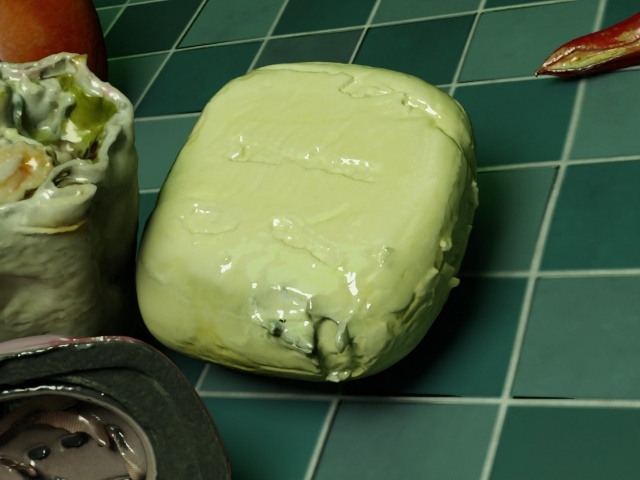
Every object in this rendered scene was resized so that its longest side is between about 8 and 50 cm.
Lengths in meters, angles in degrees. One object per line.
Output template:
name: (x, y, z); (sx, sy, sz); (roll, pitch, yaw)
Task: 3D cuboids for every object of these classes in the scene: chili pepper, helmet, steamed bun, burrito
chili pepper: (0.316, -0.188, 1.009); (0.268, 0.059, 0.050); (-19, 0, 12)
helmet: (-0.194, 0.157, 0.782); (0.253, 0.198, 0.154); (-28, 11, -5)
steamed bun: (0.000, 0.000, 0.870); (0.232, 0.166, 0.273); (7, 53, 19)
burrito: (-0.202, 0.027, 0.854); (0.135, 0.332, 0.190); (19, 58, 10)

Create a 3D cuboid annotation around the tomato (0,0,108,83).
tomato: (-0.395, -0.206, 1.199); (0.341, 0.341, 0.273); (-22, 24, 4)
